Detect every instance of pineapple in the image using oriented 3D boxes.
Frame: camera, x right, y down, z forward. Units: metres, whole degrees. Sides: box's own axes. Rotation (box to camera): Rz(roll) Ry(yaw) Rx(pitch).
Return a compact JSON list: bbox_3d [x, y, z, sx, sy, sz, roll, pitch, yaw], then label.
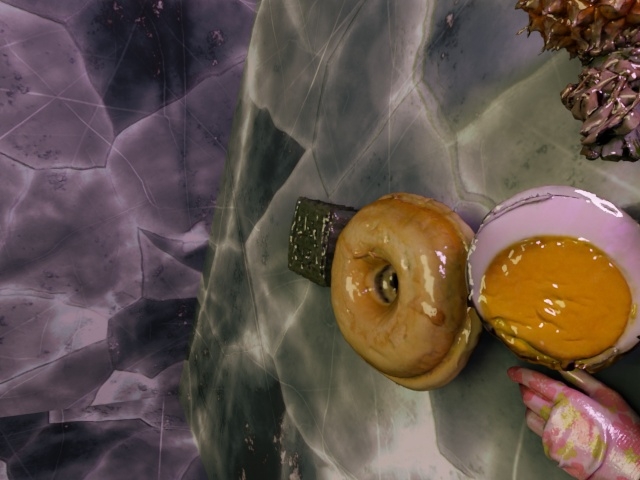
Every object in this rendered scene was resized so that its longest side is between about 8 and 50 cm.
[{"bbox_3d":[0.418,-0.247,0.654,0.262,0.262,0.272,2,94,57],"label":"pineapple"}]

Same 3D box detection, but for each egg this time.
[{"bbox_3d":[0.384,0.057,0.744,0.286,0.174,0.264,45,110,15],"label":"egg"}]

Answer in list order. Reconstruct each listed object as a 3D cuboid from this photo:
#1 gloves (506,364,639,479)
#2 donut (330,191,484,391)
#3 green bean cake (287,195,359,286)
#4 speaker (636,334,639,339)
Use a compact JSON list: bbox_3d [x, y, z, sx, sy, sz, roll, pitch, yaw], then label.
[{"bbox_3d":[0.399,0.283,0.737,0.241,0.126,0.145,30,117,45],"label":"gloves"},{"bbox_3d":[0.182,0.106,1.009,0.448,0.198,0.450,-11,77,56],"label":"donut"},{"bbox_3d":[0.000,0.000,1.365,0.255,0.132,0.241,23,110,55],"label":"green bean cake"},{"bbox_3d":[0.552,0.063,0.435,0.388,0.179,0.184,114,145,-43],"label":"speaker"}]
